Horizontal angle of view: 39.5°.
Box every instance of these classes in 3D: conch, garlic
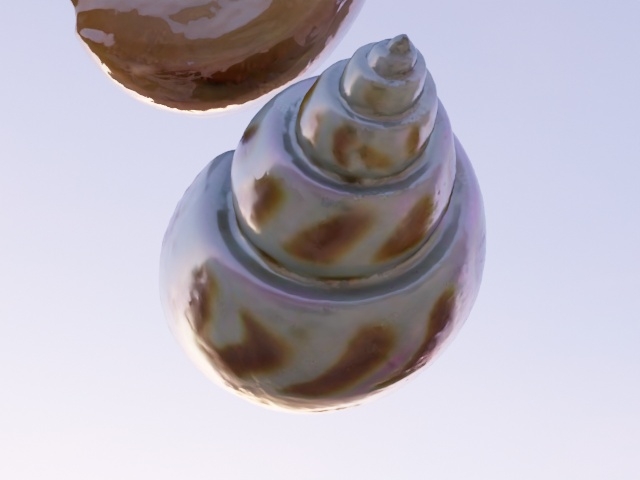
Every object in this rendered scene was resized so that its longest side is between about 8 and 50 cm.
[{"bbox_3d":[0.000,0.001,0.665,0.249,0.197,0.368,8,-61,-3],"label":"conch"},{"bbox_3d":[-0.047,-0.224,0.753,0.338,0.151,0.196,-31,-67,12],"label":"garlic"}]
